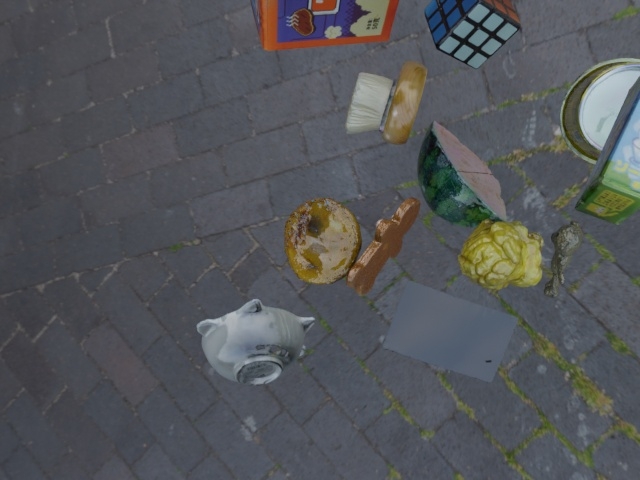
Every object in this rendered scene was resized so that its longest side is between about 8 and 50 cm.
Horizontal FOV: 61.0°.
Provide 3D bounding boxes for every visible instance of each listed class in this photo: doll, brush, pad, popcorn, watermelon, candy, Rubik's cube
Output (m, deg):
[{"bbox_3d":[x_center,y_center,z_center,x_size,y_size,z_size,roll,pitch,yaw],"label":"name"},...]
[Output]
[{"bbox_3d":[0.772,0.059,1.746,0.091,0.286,0.203,24,78,28],"label":"doll"},{"bbox_3d":[0.172,-0.372,1.380,0.166,0.174,0.267,18,55,5],"label":"brush"},{"bbox_3d":[0.278,0.197,1.160,0.264,0.009,0.160,19,98,-8],"label":"pad"},{"bbox_3d":[0.464,0.048,1.387,0.203,0.226,0.200,33,77,9],"label":"popcorn"},{"bbox_3d":[0.419,-0.175,1.777,0.319,0.292,0.222,34,132,-16],"label":"watermelon"},{"bbox_3d":[0.382,-0.123,0.650,0.062,0.097,0.195,26,79,15],"label":"candy"},{"bbox_3d":[0.387,-0.573,1.400,0.162,0.163,0.161,-44,42,44],"label":"Rubik's cube"}]

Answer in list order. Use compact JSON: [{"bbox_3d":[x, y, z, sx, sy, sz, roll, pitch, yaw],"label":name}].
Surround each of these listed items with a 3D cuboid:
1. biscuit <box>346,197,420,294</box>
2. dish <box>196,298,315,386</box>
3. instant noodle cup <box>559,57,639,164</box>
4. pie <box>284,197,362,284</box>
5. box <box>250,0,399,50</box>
[{"bbox_3d":[0.182,0.010,1.558,0.049,0.205,0.324,34,85,27],"label":"biscuit"},{"bbox_3d":[-0.120,0.214,1.041,0.086,0.236,0.228,-106,28,-41],"label":"dish"},{"bbox_3d":[0.850,-0.362,1.531,0.325,0.254,0.326,4,102,22],"label":"instant noodle cup"},{"bbox_3d":[0.000,0.001,1.587,0.273,0.069,0.274,5,102,24],"label":"pie"},{"bbox_3d":[-0.006,-0.566,0.913,0.256,0.349,0.319,-7,67,-9],"label":"box"}]
